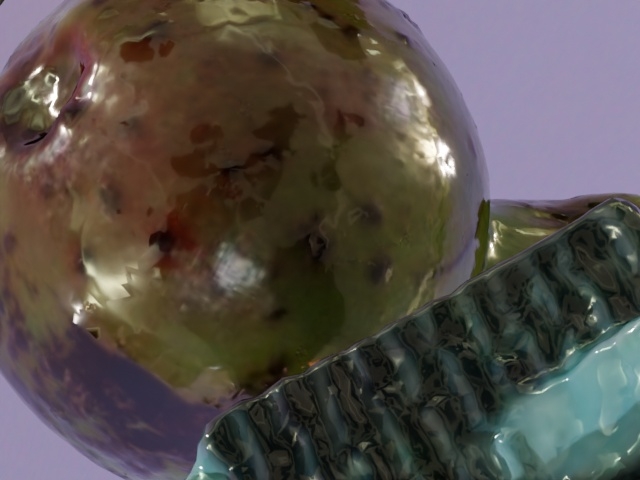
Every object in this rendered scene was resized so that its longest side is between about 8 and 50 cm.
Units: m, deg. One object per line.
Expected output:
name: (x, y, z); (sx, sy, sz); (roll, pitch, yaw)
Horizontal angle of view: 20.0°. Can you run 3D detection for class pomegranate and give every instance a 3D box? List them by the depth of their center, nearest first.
pomegranate: (-0.010, -0.010, 0.786); (0.306, 0.242, 0.242); (2, -112, -46)

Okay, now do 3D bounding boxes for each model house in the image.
model house: (0.057, 0.148, 0.483); (0.226, 0.241, 0.261); (3, -129, -54)

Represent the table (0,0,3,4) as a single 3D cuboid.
table: (-0.174, -0.041, 0.385); (0.111, 0.240, 0.121); (17, -141, -39)
